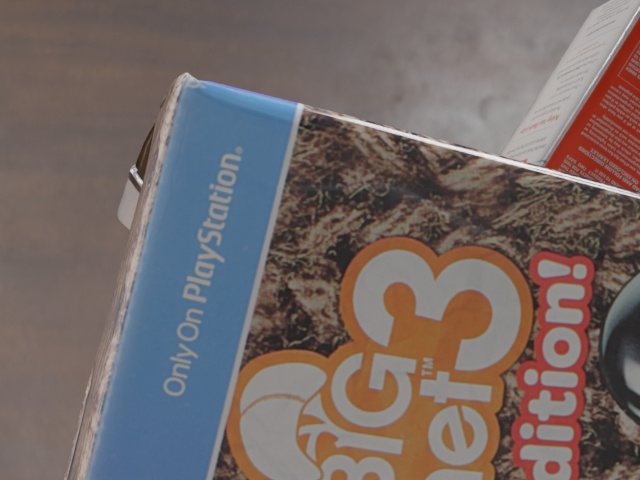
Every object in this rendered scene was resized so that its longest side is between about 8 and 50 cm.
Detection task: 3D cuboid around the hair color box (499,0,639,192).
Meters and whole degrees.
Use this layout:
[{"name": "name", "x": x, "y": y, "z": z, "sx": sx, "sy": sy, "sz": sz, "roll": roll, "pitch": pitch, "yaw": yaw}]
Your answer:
[{"name": "hair color box", "x": 0.088, "y": -0.021, "z": 0.611, "sx": 0.043, "sy": 0.072, "sz": 0.141, "roll": 35, "pitch": 81, "yaw": -8}]

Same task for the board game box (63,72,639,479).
[{"name": "board game box", "x": 0.072, "y": 0.107, "z": 0.458, "sx": 0.291, "sy": 0.141, "sz": 0.232, "roll": 13, "pitch": 89, "yaw": -7}]

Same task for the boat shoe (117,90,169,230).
[{"name": "boat shoe", "x": 0.003, "y": 0.000, "z": 0.985, "sx": 0.113, "sy": 0.105, "sz": 0.306, "roll": 4, "pitch": 23, "yaw": -42}]
